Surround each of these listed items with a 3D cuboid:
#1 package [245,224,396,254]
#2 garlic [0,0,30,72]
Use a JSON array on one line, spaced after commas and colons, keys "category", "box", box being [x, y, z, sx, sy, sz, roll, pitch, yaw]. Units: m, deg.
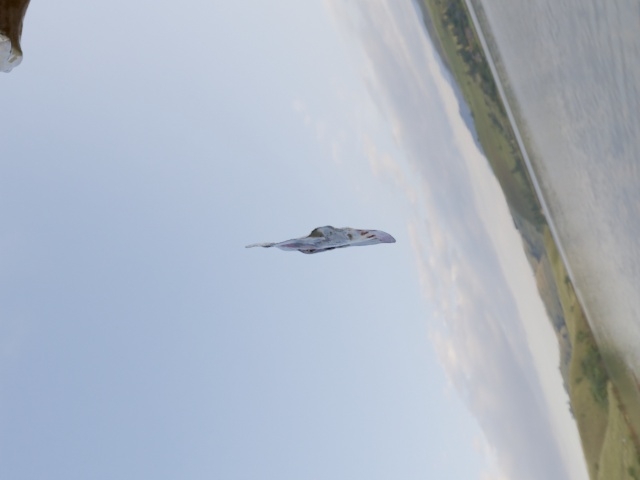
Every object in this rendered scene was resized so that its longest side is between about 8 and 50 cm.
[{"category": "package", "box": [0.000, 0.000, 0.965, 0.154, 0.240, 0.030, 11, -108, -62]}, {"category": "garlic", "box": [-0.209, -0.217, 0.356, 0.128, 0.091, 0.198, 57, -147, -45]}]
